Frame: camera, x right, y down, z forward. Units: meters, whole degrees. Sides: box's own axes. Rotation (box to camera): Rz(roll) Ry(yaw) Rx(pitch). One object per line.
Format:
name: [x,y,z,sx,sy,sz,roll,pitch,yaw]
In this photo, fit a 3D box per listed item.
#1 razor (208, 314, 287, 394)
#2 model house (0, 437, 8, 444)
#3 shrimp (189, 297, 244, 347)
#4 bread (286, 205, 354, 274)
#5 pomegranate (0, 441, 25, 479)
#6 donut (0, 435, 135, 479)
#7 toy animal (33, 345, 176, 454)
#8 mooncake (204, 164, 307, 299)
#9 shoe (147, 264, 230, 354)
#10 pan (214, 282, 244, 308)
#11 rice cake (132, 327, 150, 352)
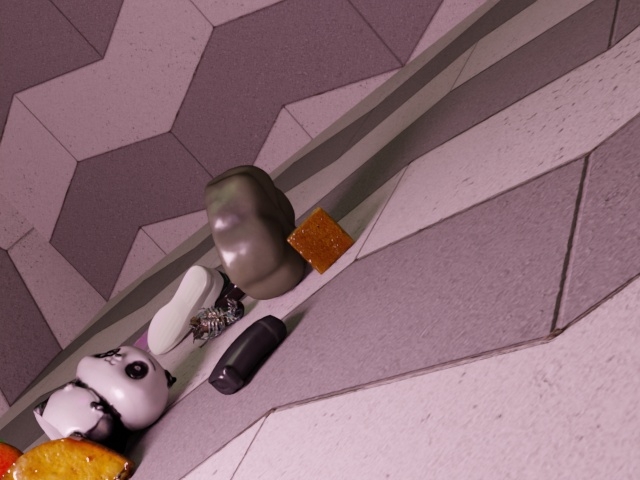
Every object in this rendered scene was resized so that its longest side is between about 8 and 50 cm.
razor: [-0.123,0.187,1.482,0.148,0.054,0.090,-48,8,-30]
model house: [-0.820,0.590,1.918,0.312,0.242,0.358,-40,12,24]
shrimp: [-0.210,0.171,1.879,0.174,0.076,0.082,-27,59,42]
bread: [0.000,0.000,1.668,0.090,0.094,0.035,-45,10,-3]
pomegranate: [-0.635,0.473,1.693,0.221,0.221,0.257,-39,42,16]
donut: [-0.447,0.415,1.482,0.259,0.152,0.101,-44,3,-22]
toy animal: [-0.392,0.301,1.672,0.187,0.165,0.235,25,60,34]
mooncake: [-0.123,-0.018,1.747,0.135,0.275,0.275,-23,15,11]
shoe: [-0.309,0.172,2.156,0.110,0.095,0.265,3,-51,-52]
pan: [-0.170,0.080,2.087,0.212,0.040,0.115,-52,12,-10]
rice cake: [-0.486,0.298,2.354,0.207,0.047,0.036,-47,6,-27]
